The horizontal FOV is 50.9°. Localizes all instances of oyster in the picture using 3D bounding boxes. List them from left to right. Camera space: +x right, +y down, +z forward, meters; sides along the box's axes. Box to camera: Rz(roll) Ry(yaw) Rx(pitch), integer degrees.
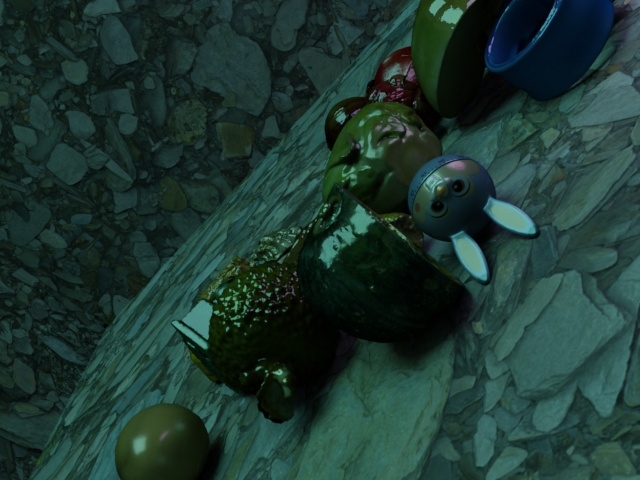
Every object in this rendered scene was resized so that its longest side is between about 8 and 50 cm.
[{"bbox_3d":[-0.142,0.001,2.175,0.209,0.072,0.133,-17,39,58],"label":"oyster"}]

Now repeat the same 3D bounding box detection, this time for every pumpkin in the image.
[{"bbox_3d":[0.082,0.062,1.164,0.197,0.263,0.293,-54,20,9],"label":"pumpkin"}]

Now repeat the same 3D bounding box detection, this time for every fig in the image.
[{"bbox_3d":[0.166,-0.359,1.994,0.320,0.217,0.217,-33,13,-13],"label":"fig"}]

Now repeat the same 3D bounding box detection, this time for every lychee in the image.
[{"bbox_3d":[-0.094,0.180,1.336,0.270,0.270,0.320,-41,1,26],"label":"lychee"}]

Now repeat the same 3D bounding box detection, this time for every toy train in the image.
[{"bbox_3d":[-0.196,0.213,1.559,0.145,0.266,0.202,29,67,34],"label":"toy train"}]

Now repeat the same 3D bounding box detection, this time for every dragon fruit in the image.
[{"bbox_3d":[0.166,-0.307,1.727,0.218,0.224,0.148,2,16,45],"label":"dragon fruit"}]

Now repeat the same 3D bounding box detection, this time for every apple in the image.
[{"bbox_3d":[0.363,-0.495,1.584,0.311,0.360,0.320,-10,66,11],"label":"apple"}]

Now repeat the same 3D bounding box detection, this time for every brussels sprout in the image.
[{"bbox_3d":[0.138,-0.172,1.550,0.328,0.247,0.328,-56,20,32],"label":"brussels sprout"}]

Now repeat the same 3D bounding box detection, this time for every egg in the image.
[{"bbox_3d":[-0.345,0.457,1.453,0.201,0.201,0.244,-50,-5,-3],"label":"egg"}]

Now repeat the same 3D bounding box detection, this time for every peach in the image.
[{"bbox_3d":[0.251,-0.430,1.869,0.196,0.190,0.226,-12,56,41],"label":"peach"}]

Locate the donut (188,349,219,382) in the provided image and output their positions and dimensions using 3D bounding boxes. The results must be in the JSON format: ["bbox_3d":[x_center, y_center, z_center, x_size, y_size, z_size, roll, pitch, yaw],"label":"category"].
[{"bbox_3d":[-0.254,0.263,1.836,0.253,0.118,0.253,-31,35,25],"label":"donut"}]

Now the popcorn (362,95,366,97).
[{"bbox_3d":[0.146,-0.380,2.160,0.180,0.180,0.170,-49,44,2],"label":"popcorn"}]

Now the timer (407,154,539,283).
[{"bbox_3d":[0.241,-0.058,1.170,0.175,0.175,0.255,-46,18,12],"label":"timer"}]

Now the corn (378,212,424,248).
[{"bbox_3d":[0.089,0.014,1.457,0.131,0.131,0.344,-57,18,-25],"label":"corn"}]

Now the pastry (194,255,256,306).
[{"bbox_3d":[-0.309,0.164,2.184,0.250,0.102,0.154,-54,18,-22],"label":"pastry"}]

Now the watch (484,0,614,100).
[{"bbox_3d":[0.443,-0.429,1.398,0.305,0.241,0.275,-32,37,63],"label":"watch"}]

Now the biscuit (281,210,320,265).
[{"bbox_3d":[0.000,0.000,1.861,0.359,0.046,0.359,-45,17,18],"label":"biscuit"}]
